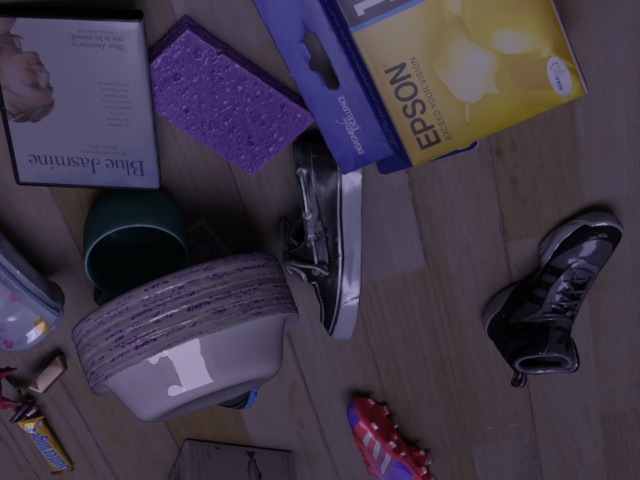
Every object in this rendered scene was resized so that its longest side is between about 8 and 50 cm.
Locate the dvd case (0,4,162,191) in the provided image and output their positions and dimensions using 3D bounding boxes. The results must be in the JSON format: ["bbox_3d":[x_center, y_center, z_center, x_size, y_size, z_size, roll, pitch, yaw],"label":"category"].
[{"bbox_3d":[-0.284,-0.160,1.509,0.180,0.022,0.253,2,134,2],"label":"dvd case"}]

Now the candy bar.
[{"bbox_3d":[-0.408,0.305,1.942,0.040,0.018,0.161,-14,139,1],"label":"candy bar"}]

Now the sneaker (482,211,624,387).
[{"bbox_3d":[0.339,0.091,1.806,0.101,0.153,0.268,21,126,-28],"label":"sneaker"}]

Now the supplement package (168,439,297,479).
[{"bbox_3d":[-0.136,0.390,2.026,0.179,0.105,0.105,10,130,-21],"label":"supplement package"}]

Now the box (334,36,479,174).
[{"bbox_3d":[0.107,-0.185,1.578,0.136,0.036,0.225,-16,132,4],"label":"box"}]

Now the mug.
[{"bbox_3d":[-0.245,0.001,1.640,0.158,0.097,0.129,-25,133,13],"label":"mug"}]

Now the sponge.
[{"bbox_3d":[-0.119,-0.168,1.552,0.210,0.031,0.117,32,119,-34],"label":"sponge"}]

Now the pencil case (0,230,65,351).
[{"bbox_3d":[-0.433,0.024,1.612,0.124,0.113,0.273,-11,138,24],"label":"pencil case"}]

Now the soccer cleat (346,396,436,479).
[{"bbox_3d":[0.094,0.329,2.036,0.095,0.083,0.248,-25,135,19],"label":"soccer cleat"}]

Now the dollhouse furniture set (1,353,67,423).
[{"bbox_3d":[-0.415,0.187,1.844,0.081,0.091,0.114,43,92,4],"label":"dollhouse furniture set"}]

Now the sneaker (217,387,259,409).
[{"bbox_3d":[-0.121,0.179,1.855,0.078,0.067,0.188,0,136,-20],"label":"sneaker"}]

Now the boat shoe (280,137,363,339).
[{"bbox_3d":[0.000,0.002,1.684,0.105,0.113,0.306,-1,131,-2],"label":"boat shoe"}]

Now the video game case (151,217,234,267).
[{"bbox_3d":[-0.186,0.025,1.735,0.122,0.011,0.087,-26,133,13],"label":"video game case"}]

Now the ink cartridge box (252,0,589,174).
[{"bbox_3d":[0.107,-0.238,1.461,0.307,0.072,0.303,-25,120,7],"label":"ink cartridge box"}]

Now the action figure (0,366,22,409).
[{"bbox_3d":[-0.574,0.213,1.672,0.370,0.248,0.275,5,133,-12],"label":"action figure"}]

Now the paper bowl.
[{"bbox_3d":[-0.162,0.135,1.660,0.284,0.148,0.284,-20,169,-4],"label":"paper bowl"}]
